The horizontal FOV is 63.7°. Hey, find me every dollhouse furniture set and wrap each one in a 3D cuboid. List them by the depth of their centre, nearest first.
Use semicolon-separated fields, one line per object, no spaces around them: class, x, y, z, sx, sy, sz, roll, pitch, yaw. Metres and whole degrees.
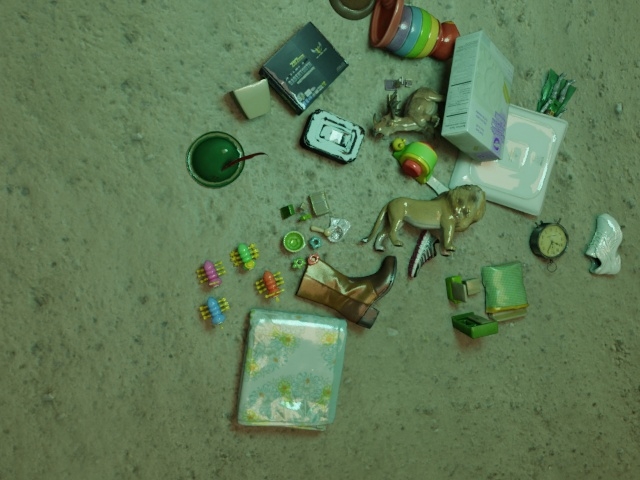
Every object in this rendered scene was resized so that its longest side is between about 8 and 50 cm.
dollhouse furniture set;-0.047;-0.105;1.670;0.151;0.058;0.076;-18;90;-30
dollhouse furniture set;0.267;-0.477;1.685;0.090;0.081;0.115;-2;94;-12
dollhouse furniture set;0.608;0.194;1.771;0.301;0.151;0.198;-10;96;-12

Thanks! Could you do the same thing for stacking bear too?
stacking bear;0.321;-0.663;1.652;0.288;0.175;0.165;8;106;-21

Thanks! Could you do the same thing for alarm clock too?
alarm clock;0.822;0.020;1.852;0.129;0.064;0.192;-9;93;-12

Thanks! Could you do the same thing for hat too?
hat;-0.295;-0.253;1.521;0.208;0.183;0.173;-36;100;-8

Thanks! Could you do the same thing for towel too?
towel;-0.092;0.420;1.661;0.320;0.090;0.375;8;92;-14

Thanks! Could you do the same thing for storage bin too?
storage bin;0.036;-0.328;1.643;0.180;0.084;0.122;20;89;-12

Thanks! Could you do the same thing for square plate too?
square plate;0.654;-0.296;1.774;0.343;0.049;0.348;17;92;-3

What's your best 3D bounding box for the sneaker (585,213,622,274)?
sneaker;1.030;0.019;1.889;0.115;0.090;0.233;-7;94;-9

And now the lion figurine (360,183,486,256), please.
lion figurine;0.335;-0.080;1.676;0.391;0.142;0.241;6;75;8

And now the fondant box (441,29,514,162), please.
fondant box;0.501;-0.444;1.625;0.238;0.096;0.331;20;77;-43

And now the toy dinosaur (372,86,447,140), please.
toy dinosaur;0.313;-0.430;1.660;0.200;0.127;0.296;33;58;14

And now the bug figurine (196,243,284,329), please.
bug figurine;-0.259;0.134;1.599;0.278;0.072;0.217;-26;89;-10

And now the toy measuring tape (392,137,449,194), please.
toy measuring tape;0.370;-0.228;1.704;0.330;0.121;0.121;39;85;-11

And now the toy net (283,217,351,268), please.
toy net;0.000;0.000;1.661;0.232;0.045;0.122;-23;80;-9

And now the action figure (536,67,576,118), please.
action figure;0.820;-0.471;1.824;0.137;0.063;0.232;24;92;-16

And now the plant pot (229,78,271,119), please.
plant pot;-0.207;-0.427;1.575;0.109;0.109;0.096;-23;109;-10

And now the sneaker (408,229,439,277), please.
sneaker;0.355;0.053;1.749;0.074;0.063;0.171;23;84;-7

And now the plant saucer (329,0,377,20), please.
plant saucer;0.107;-0.798;1.656;0.168;0.029;0.169;-1;95;-13

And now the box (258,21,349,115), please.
box;-0.050;-0.534;1.603;0.183;0.059;0.233;45;72;-11

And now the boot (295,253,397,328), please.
boot;0.090;0.119;1.703;0.280;0.096;0.264;27;88;-1
